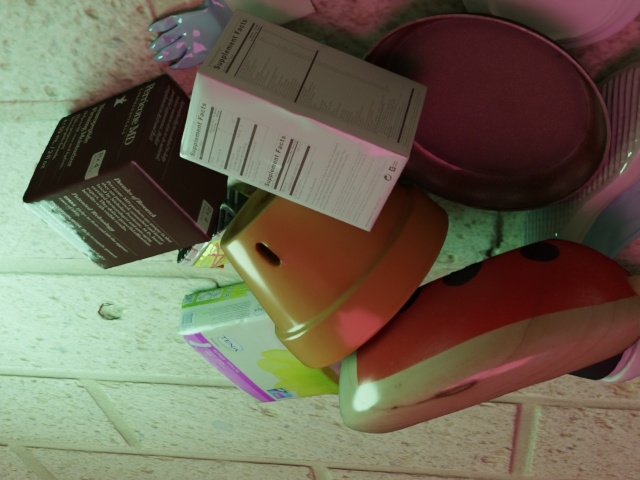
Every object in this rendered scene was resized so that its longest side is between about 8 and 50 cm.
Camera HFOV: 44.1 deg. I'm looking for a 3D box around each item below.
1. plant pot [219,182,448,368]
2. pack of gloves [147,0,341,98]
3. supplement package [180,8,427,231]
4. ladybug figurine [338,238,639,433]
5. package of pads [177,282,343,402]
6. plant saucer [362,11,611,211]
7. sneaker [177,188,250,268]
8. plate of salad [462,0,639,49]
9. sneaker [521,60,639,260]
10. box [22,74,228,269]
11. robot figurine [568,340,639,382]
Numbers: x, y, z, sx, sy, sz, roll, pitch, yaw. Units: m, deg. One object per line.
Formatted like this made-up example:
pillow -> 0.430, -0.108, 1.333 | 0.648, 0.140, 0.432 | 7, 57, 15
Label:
plant pot -> 0.000, 0.000, 1.082 | 0.203, 0.291, 0.291 | 41, 134, -13
pack of gloves -> -0.094, -0.220, 0.986 | 0.232, 0.046, 0.195 | -17, 136, 29
supplement package -> -0.020, -0.139, 0.921 | 0.244, 0.139, 0.134 | 22, 138, -2
ladybug figurine -> 0.208, 0.121, 1.027 | 0.449, 0.162, 0.305 | -26, 165, 28
package of pads -> -0.090, 0.193, 1.469 | 0.229, 0.101, 0.296 | -13, 138, 27
plant saucer -> 0.194, -0.155, 0.957 | 0.310, 0.050, 0.311 | 20, 147, 13
sneaker -> -0.146, -0.012, 1.247 | 0.094, 0.082, 0.208 | 21, 148, -26
plate of salad -> 0.248, -0.279, 0.837 | 0.199, 0.048, 0.200 | 12, 152, 6
sneaker -> 0.387, -0.085, 1.013 | 0.150, 0.135, 0.366 | -1, 148, -13
box -> -0.258, -0.088, 1.087 | 0.203, 0.169, 0.167 | -15, 136, 28
robot figurine -> 0.387, 0.117, 1.221 | 0.278, 0.209, 0.174 | 14, 116, -5
